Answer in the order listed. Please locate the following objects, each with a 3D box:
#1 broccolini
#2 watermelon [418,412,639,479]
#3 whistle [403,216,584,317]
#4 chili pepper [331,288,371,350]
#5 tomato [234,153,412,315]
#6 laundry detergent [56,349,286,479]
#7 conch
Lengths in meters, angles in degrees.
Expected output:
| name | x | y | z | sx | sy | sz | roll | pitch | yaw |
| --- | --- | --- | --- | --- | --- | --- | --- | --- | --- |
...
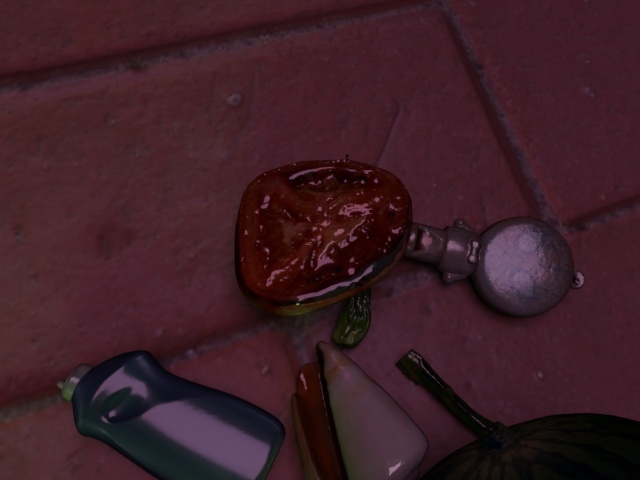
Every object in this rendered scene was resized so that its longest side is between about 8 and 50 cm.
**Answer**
| name | x | y | z | sx | sy | sz | roll | pitch | yaw |
| --- | --- | --- | --- | --- | --- | --- | --- | --- | --- |
| broccolini | 0.185 | 0.191 | 0.631 | 0.254 | 0.057 | 0.071 | 40 | 26 | 3 |
| watermelon | 0.194 | 0.295 | 0.442 | 0.363 | 0.363 | 0.363 | 3 | 70 | -8 |
| whistle | 0.171 | 0.019 | 0.691 | 0.220 | 0.057 | 0.107 | 13 | 82 | 0 |
| chili pepper | 0.035 | 0.070 | 0.662 | 0.034 | 0.030 | 0.091 | 4 | 65 | 19 |
| tomato | 0.006 | 0.005 | 0.645 | 0.174 | 0.082 | 0.166 | -6 | 56 | 3 |
| laundry detergent | -0.140 | 0.163 | 0.584 | 0.206 | 0.061 | 0.097 | 25 | 76 | 1 |
| conch | 0.030 | 0.173 | 0.591 | 0.104 | 0.094 | 0.176 | -43 | 74 | 20 |
